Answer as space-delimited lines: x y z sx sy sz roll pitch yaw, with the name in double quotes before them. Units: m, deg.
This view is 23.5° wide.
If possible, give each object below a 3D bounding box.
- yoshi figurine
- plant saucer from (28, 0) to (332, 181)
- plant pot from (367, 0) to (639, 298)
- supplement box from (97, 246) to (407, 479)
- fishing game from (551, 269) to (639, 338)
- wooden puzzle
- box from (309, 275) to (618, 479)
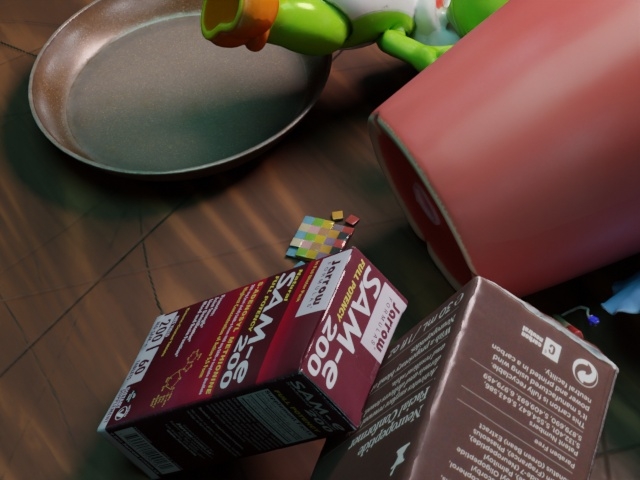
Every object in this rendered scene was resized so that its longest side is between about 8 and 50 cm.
"yoshi figurine" 0.081 -0.238 1.443 0.362 0.204 0.203 8 23 -26
"plant saucer" -0.140 -0.162 1.571 0.310 0.050 0.311 -4 46 4
"plant pot" 0.190 -0.083 1.317 0.243 0.275 0.275 -29 49 -5
"supplement box" -0.056 0.100 1.210 0.239 0.073 0.130 -20 34 41
"fishing game" 0.317 0.024 1.267 0.264 0.041 0.189 -27 3 1
"wooden puzzle" 0.000 0.000 1.426 0.049 0.006 0.083 13 50 19
"box" 0.060 0.231 1.051 0.143 0.191 0.381 33 50 -12
